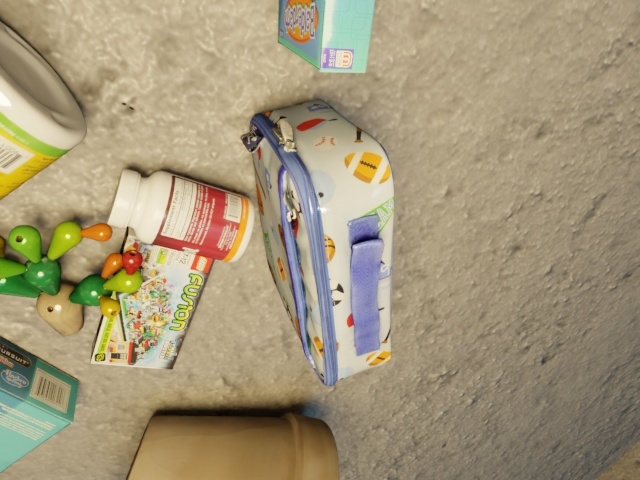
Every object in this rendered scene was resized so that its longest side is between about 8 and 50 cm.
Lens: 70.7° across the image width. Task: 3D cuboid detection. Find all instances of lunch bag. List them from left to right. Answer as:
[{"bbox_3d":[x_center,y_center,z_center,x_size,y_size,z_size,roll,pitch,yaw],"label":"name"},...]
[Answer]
[{"bbox_3d":[0.000,0.000,0.513,0.114,0.243,0.304,-16,126,-11],"label":"lunch bag"}]

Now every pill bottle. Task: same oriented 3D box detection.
[{"bbox_3d":[-0.352,-0.077,0.397,0.245,0.136,0.136,-34,126,3],"label":"pill bottle"},{"bbox_3d":[-0.162,-0.030,0.530,0.151,0.086,0.086,16,114,-28],"label":"pill bottle"}]

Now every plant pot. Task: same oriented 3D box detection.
[{"bbox_3d":[-0.164,0.409,0.701,0.280,0.323,0.324,21,113,-12],"label":"plant pot"}]

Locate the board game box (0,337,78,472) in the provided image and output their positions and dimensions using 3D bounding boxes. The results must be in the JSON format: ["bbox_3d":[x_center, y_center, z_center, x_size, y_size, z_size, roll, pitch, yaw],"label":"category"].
[{"bbox_3d":[-0.536,0.239,0.563,0.335,0.079,0.254,-35,126,3],"label":"board game box"}]

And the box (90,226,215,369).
[{"bbox_3d":[-0.226,0.083,0.608,0.113,0.036,0.207,13,115,-27],"label":"box"}]

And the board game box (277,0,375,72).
[{"bbox_3d":[0.004,-0.272,0.395,0.047,0.160,0.211,-5,123,-18],"label":"board game box"}]

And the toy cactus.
[{"bbox_3d":[-0.309,0.058,0.517,0.218,0.112,0.181,-1,139,-11],"label":"toy cactus"}]
